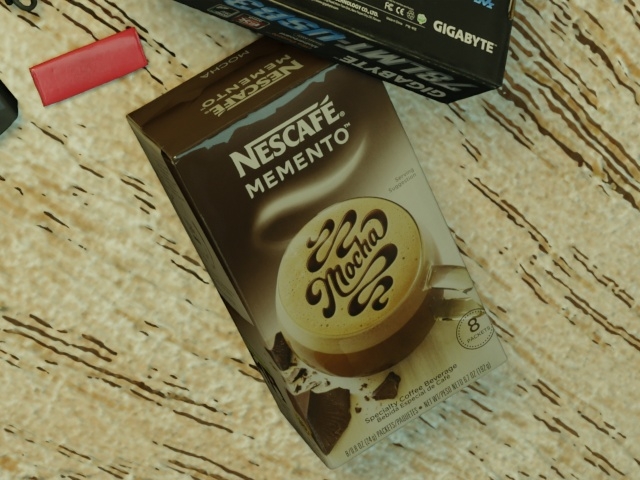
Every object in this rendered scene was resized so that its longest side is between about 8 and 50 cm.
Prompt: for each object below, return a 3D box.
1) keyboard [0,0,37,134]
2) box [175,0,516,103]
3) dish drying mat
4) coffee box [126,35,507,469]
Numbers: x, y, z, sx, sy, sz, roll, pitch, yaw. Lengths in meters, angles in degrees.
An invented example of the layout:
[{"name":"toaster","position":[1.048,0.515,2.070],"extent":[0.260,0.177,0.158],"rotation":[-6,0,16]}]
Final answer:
[{"name":"keyboard","position":[-0.311,-0.189,1.244],"extent":[0.201,0.033,0.317],"rotation":[-41,120,-5]},{"name":"box","position":[0.015,-0.277,1.260],"extent":[0.295,0.073,0.293],"rotation":[17,74,-29]},{"name":"dish drying mat","position":[-0.168,-0.126,1.341],"extent":[0.083,0.008,0.032],"rotation":[-23,116,-13]},{"name":"coffee box","position":[0.000,0.000,1.396],"extent":[0.168,0.119,0.297],"rotation":[-32,118,-9]}]
